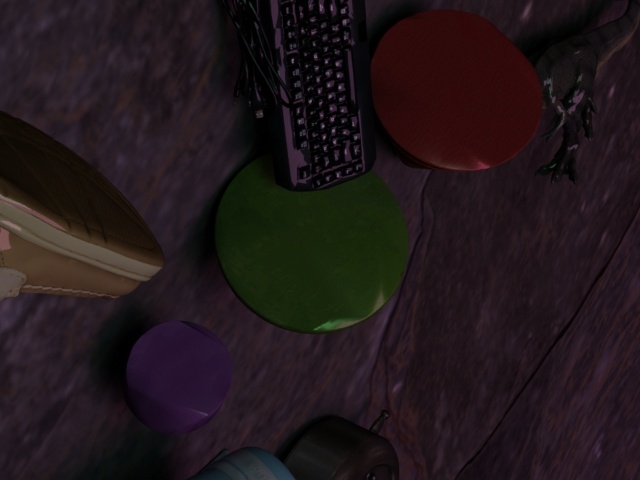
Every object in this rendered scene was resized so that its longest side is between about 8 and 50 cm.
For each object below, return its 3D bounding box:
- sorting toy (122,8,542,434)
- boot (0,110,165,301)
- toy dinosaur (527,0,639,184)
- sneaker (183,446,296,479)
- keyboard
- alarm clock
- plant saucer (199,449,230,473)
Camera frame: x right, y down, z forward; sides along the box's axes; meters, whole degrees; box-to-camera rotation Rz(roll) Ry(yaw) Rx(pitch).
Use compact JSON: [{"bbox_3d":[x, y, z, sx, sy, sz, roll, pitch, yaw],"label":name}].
[{"bbox_3d":[0.000,0.000,1.180,0.365,0.127,0.126,-46,175,-22],"label":"sorting toy"},{"bbox_3d":[-0.215,0.033,0.798,0.262,0.095,0.203,15,117,-49],"label":"boot"},{"bbox_3d":[0.199,-0.122,1.398,0.268,0.064,0.118,-37,134,-42],"label":"toy dinosaur"},{"bbox_3d":[-0.133,0.281,1.158,0.208,0.127,0.319,-16,136,-34],"label":"sneaker"},{"bbox_3d":[-0.008,-0.114,1.065,0.100,0.038,0.192,-19,118,-23],"label":"keyboard"},{"bbox_3d":[-0.001,0.211,1.333,0.192,0.064,0.129,-23,130,-49],"label":"alarm clock"},{"bbox_3d":[-0.076,0.241,1.295,0.067,0.018,0.192,-40,143,-33],"label":"plant saucer"}]
